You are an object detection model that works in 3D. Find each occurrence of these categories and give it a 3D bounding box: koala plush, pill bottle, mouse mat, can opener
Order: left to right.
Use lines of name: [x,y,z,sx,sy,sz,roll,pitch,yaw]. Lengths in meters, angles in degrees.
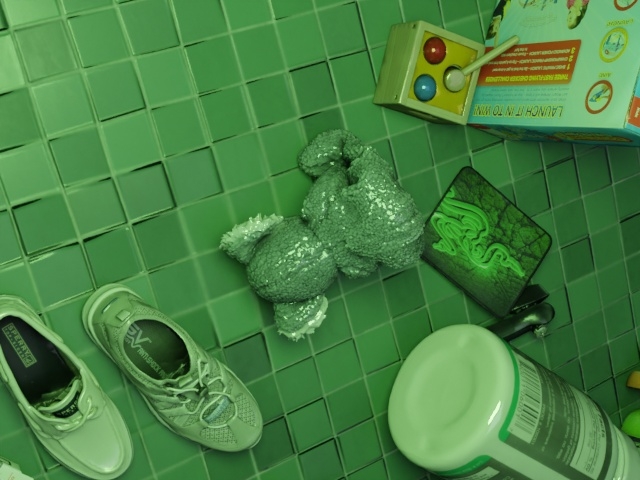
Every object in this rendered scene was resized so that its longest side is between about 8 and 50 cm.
koala plush: [0.000,0.000,1.099,0.221,0.203,0.196,-32,110,-7]
mouse mat: [0.237,0.004,1.288,0.189,0.007,0.153,37,78,-15]
can opener: [0.271,0.133,1.324,0.186,0.073,0.059,-27,147,-18]
pill bottle: [0.283,0.277,1.252,0.361,0.204,0.204,34,82,-32]

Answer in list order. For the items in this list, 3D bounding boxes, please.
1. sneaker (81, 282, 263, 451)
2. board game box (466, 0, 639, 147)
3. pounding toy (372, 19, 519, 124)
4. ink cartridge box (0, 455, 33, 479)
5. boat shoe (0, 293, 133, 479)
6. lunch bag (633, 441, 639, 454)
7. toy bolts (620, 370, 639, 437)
sneaker: [-0.169,0.171,1.065,0.281,0.115,0.105,44,77,-25]
board game box: [0.345,-0.280,1.152,0.086,0.308,0.302,15,91,-29]
pounding toy: [0.167,-0.226,1.185,0.141,0.100,0.130,13,92,-28]
ink cartridge box: [-0.379,0.273,1.023,0.083,0.028,0.048,36,81,-26]
boat shoe: [-0.296,0.177,1.018,0.096,0.088,0.268,-32,110,-19]
lunch bag: [0.507,0.491,1.396,0.235,0.169,0.287,42,76,-7]
toy bolts: [0.631,0.269,1.450,0.228,0.218,0.159,21,81,-46]
